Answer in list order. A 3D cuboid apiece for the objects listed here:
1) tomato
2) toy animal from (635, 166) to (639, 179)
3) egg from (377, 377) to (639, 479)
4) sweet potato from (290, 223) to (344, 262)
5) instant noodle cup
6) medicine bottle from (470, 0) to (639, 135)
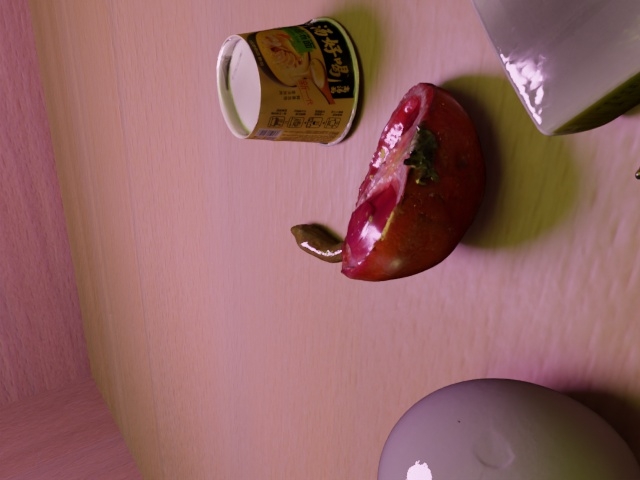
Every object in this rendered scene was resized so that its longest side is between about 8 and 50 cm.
[{"bbox_3d":[0.093,-0.040,0.558,0.173,0.099,0.189,136,155,-71],"label":"tomato"},{"bbox_3d":[0.267,-0.086,0.273,0.255,0.116,0.114,157,120,-64],"label":"toy animal"},{"bbox_3d":[0.151,0.203,0.487,0.232,0.176,0.176,-30,77,48],"label":"egg"},{"bbox_3d":[0.003,0.005,0.771,0.153,0.038,0.041,16,139,53],"label":"sweet potato"},{"bbox_3d":[-0.042,-0.180,0.681,0.151,0.122,0.151,25,121,50],"label":"instant noodle cup"},{"bbox_3d":[0.193,-0.164,0.343,0.188,0.088,0.132,-40,68,56],"label":"medicine bottle"}]
